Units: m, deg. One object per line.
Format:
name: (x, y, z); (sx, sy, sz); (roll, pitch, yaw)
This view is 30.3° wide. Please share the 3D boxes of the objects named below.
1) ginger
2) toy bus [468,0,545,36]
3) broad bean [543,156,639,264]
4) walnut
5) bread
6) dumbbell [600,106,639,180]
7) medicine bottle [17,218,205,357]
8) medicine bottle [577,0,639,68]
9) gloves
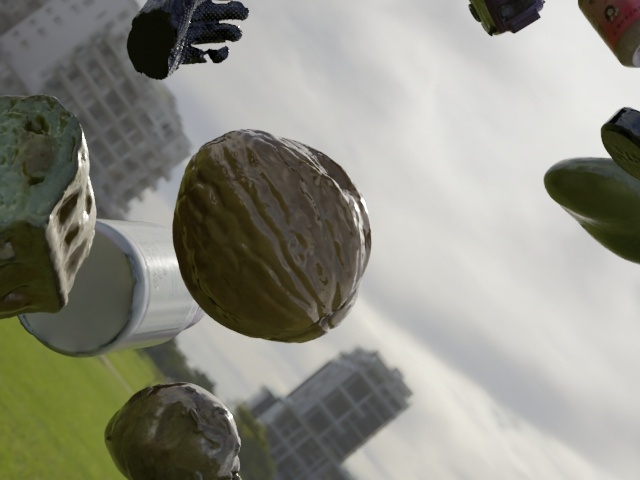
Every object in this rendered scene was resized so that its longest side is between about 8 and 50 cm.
ginger: (-0.174, 0.327, 1.651); (0.245, 0.155, 0.304); (-3, -44, 32)
toy bus: (0.223, -0.354, 1.548); (0.178, 0.087, 0.098); (58, -1, -26)
broad bean: (0.420, -0.058, 1.668); (0.189, 0.121, 0.263); (15, -14, 44)
walnut: (-0.058, -0.010, 1.344); (0.261, 0.225, 0.225); (60, -6, 20)
bread: (-0.367, -0.030, 1.347); (0.196, 0.238, 0.252); (19, -37, 0)
dumbbell: (0.423, -0.160, 1.370); (0.100, 0.191, 0.100); (45, -8, 8)
medicine bottle: (-0.317, 0.073, 1.922); (0.213, 0.213, 0.379); (50, 10, 11)
medicine bottle: (0.543, -0.436, 2.133); (0.247, 0.147, 0.147); (62, -4, 28)
gloves: (-0.181, -0.304, 1.616); (0.106, 0.180, 0.129); (4, -58, 29)
